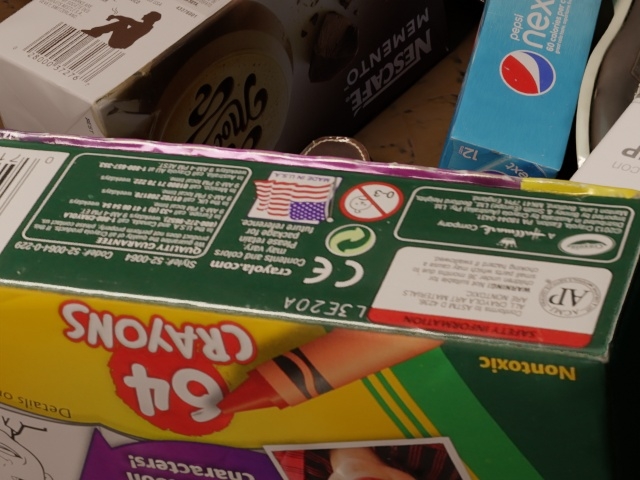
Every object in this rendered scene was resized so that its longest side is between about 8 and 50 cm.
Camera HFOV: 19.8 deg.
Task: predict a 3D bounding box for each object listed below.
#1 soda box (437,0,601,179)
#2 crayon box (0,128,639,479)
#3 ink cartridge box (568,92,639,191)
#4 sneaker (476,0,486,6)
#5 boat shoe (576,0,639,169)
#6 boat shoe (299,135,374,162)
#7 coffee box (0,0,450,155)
[{"bbox_3d":[0.132,-0.116,1.175,0.071,0.067,0.210,17,56,1],"label":"soda box"},{"bbox_3d":[-0.028,0.109,0.830,0.363,0.313,0.106,6,43,20],"label":"crayon box"},{"bbox_3d":[0.291,-0.027,1.032,0.223,0.129,0.307,20,52,30],"label":"ink cartridge box"},{"bbox_3d":[0.108,-0.292,1.376,0.125,0.139,0.340,-10,61,-12],"label":"sneaker"},{"bbox_3d":[0.211,-0.099,1.163,0.069,0.081,0.227,1,42,21],"label":"boat shoe"},{"bbox_3d":[0.000,0.000,1.118,0.073,0.073,0.207,-4,42,11],"label":"boat shoe"},{"bbox_3d":[-0.058,-0.126,1.196,0.119,0.168,0.297,28,55,34],"label":"coffee box"}]
